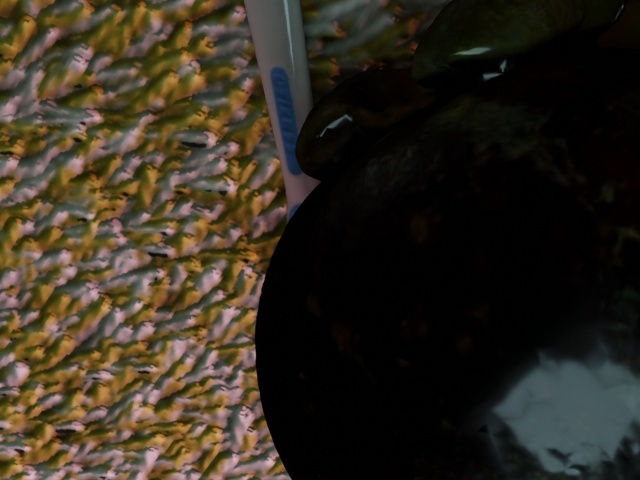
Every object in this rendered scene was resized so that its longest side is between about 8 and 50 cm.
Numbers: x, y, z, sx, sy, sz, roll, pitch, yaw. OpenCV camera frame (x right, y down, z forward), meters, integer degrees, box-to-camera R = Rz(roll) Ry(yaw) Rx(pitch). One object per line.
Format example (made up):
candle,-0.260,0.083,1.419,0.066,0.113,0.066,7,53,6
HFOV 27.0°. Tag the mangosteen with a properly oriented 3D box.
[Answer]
mangosteen,0.099,0.026,0.603,0.288,0.288,0.288,-1,120,-1

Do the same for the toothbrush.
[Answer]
toothbrush,0.002,-0.002,0.710,0.040,0.040,0.386,-8,116,3
